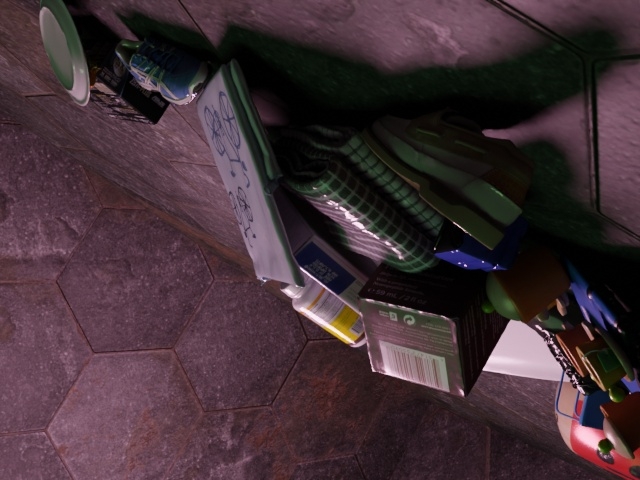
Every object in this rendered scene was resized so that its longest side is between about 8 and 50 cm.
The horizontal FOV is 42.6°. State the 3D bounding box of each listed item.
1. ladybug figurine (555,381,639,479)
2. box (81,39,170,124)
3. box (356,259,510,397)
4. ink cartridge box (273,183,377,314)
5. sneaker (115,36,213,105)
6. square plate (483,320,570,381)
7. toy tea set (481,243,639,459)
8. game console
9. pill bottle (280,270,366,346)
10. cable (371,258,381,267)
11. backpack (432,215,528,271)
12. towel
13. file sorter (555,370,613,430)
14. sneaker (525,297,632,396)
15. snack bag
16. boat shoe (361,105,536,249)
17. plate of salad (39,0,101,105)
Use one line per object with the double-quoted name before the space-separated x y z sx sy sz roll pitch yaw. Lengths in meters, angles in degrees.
"ladybug figurine" 0.680 0.422 1.701 0.449 0.162 0.305 17 165 48
"box" -0.374 -0.289 1.498 0.180 0.077 0.147 16 162 50
"box" 0.184 0.101 1.280 0.168 0.203 0.167 11 132 30
"ink cartridge box" 0.000 0.000 1.504 0.324 0.071 0.330 39 -170 -40
"sneaker" -0.247 -0.266 1.271 0.211 0.080 0.081 18 165 45
"square plate" 0.361 0.194 1.680 0.347 0.049 0.344 -1 149 44
"toy tea set" 0.341 0.157 1.166 0.336 0.124 0.200 61 -174 32
"game console" 0.499 0.129 1.151 0.293 0.173 0.250 54 -173 -41
"pill bottle" 0.022 0.130 1.770 0.215 0.117 0.117 35 168 -16
"cable" 0.084 0.061 1.837 0.257 0.089 0.257 33 169 -14
"backpack" 0.213 -0.024 1.065 0.101 0.120 0.098 23 169 -17
"towel" 0.043 -0.068 1.226 0.235 0.121 0.284 36 174 -25
"file sorter" 0.532 0.281 1.489 0.170 0.118 0.104 14 178 -14
"sneaker" 0.440 0.185 1.380 0.286 0.130 0.109 29 171 14
"snack bag" -0.108 -0.088 1.271 0.323 0.037 0.342 179 72 -75
"boat shoe" 0.148 -0.096 0.954 0.113 0.103 0.302 31 -169 -32
"plate of salad" -0.419 -0.325 1.372 0.200 0.048 0.199 42 144 41
